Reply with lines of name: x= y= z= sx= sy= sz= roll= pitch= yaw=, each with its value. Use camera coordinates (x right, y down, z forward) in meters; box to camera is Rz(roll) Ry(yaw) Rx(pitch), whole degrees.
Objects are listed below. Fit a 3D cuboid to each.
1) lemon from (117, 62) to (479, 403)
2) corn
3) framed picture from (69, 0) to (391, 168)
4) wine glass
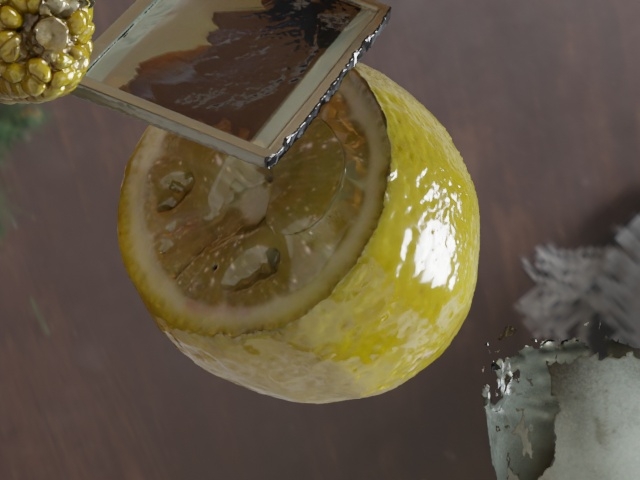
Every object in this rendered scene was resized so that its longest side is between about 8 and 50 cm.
lemon: x=0.000 y=0.000 z=1.852 sx=0.364 sy=0.364 sz=0.364 roll=-9 pitch=120 yaw=-16
corn: x=-0.261 y=-0.157 z=1.476 sx=0.102 sy=0.313 sz=0.102 roll=-2 pitch=95 yaw=-26
framed picture: x=-0.072 y=-0.162 z=1.566 sx=0.192 sy=0.265 sz=0.018 roll=22 pitch=130 yaw=11
wine glass: x=0.228 y=0.231 z=1.440 sx=0.190 sy=0.190 sz=0.357 roll=-7 pitch=92 yaw=-17
